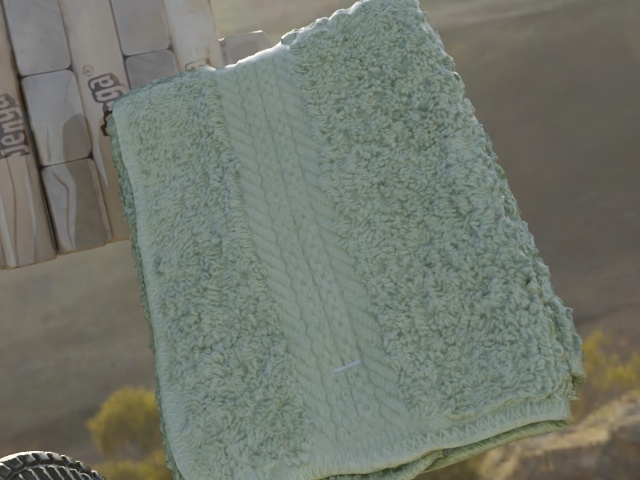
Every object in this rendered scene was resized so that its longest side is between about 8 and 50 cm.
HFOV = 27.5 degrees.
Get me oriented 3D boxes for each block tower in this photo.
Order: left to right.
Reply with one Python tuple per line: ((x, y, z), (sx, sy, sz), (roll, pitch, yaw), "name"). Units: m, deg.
((-0.183, -0.016, 0.419), (0.335, 0.091, 0.097), (-14, 2, -21), "block tower")

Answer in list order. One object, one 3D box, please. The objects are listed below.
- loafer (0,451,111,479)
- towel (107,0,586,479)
((-0.069, 0.107, 0.415), (0.056, 0.050, 0.148), (43, 2, 30), "loafer")
((0.000, 0.000, 0.349), (0.110, 0.027, 0.148), (-21, 55, 7), "towel")
